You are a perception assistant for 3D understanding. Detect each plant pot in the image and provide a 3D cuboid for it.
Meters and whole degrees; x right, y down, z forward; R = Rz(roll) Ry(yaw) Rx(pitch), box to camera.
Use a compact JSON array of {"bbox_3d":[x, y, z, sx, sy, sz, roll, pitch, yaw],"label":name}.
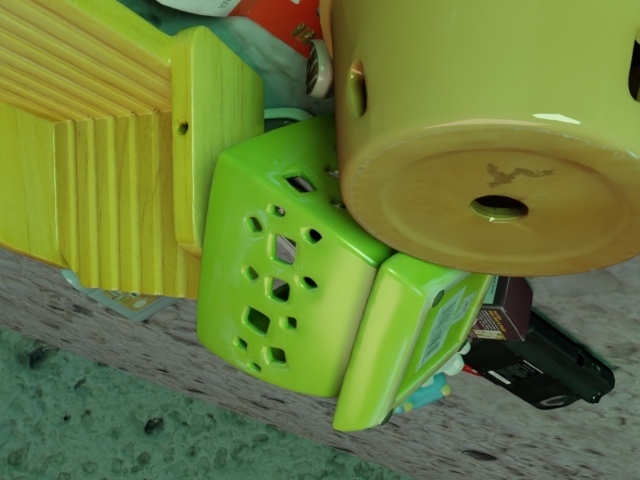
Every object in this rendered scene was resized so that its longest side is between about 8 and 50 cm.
[{"bbox_3d":[0.127,-0.104,0.434,0.291,0.203,0.291,11,157,5],"label":"plant pot"},{"bbox_3d":[0.038,0.028,0.614,0.207,0.227,0.228,34,130,26],"label":"plant pot"}]

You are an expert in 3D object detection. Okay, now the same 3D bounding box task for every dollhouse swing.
[{"bbox_3d":[-0.283,-0.086,0.651,0.347,0.315,0.305,2,-175,30],"label":"dollhouse swing"}]

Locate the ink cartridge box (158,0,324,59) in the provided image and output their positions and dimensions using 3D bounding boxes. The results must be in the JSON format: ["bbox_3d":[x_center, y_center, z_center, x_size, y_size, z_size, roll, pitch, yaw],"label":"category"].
[{"bbox_3d":[-0.058,-0.233,0.508,0.232,0.066,0.189,34,150,-22],"label":"ink cartridge box"}]

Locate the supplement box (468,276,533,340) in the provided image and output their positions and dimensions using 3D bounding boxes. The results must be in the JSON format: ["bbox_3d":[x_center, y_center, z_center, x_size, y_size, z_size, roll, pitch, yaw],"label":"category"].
[{"bbox_3d":[0.196,0.083,0.927,0.188,0.080,0.104,-1,147,36],"label":"supplement box"}]

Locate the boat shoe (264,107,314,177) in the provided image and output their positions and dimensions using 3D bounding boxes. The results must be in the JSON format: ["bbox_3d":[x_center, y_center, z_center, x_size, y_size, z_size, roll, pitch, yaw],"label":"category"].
[{"bbox_3d":[-0.105,-0.106,0.767,0.228,0.068,0.081,-1,148,35],"label":"boat shoe"}]

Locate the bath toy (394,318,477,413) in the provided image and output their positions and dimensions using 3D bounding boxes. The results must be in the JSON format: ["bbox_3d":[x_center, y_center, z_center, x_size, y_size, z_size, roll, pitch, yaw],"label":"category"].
[{"bbox_3d":[0.119,0.074,0.810,0.151,0.129,0.348,-12,135,-23],"label":"bath toy"}]

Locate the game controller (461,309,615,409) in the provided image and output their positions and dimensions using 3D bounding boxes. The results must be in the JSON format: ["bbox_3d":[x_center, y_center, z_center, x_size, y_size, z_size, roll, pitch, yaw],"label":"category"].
[{"bbox_3d":[0.342,0.199,1.063,0.319,0.067,0.166,34,144,-28],"label":"game controller"}]

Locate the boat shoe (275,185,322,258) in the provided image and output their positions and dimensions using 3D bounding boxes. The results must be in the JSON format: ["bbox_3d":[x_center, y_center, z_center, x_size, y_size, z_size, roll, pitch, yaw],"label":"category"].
[{"bbox_3d":[0.000,0.000,0.898,0.219,0.077,0.070,38,149,-31],"label":"boat shoe"}]

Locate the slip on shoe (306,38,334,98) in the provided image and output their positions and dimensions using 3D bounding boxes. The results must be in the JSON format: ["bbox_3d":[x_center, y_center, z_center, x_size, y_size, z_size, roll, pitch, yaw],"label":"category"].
[{"bbox_3d":[0.009,-0.151,0.581,0.041,0.051,0.135,1,-175,-3],"label":"slip on shoe"}]

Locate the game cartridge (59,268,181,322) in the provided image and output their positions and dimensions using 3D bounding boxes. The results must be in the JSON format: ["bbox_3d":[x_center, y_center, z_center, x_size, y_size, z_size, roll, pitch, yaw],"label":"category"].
[{"bbox_3d":[-0.262,0.040,1.024,0.198,0.062,0.297,-27,161,-4],"label":"game cartridge"}]

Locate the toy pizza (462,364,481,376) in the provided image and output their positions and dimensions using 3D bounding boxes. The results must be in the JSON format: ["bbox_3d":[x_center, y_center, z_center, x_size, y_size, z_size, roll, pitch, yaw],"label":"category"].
[{"bbox_3d":[0.323,0.225,1.177,0.201,0.032,0.201,15,154,8],"label":"toy pizza"}]
